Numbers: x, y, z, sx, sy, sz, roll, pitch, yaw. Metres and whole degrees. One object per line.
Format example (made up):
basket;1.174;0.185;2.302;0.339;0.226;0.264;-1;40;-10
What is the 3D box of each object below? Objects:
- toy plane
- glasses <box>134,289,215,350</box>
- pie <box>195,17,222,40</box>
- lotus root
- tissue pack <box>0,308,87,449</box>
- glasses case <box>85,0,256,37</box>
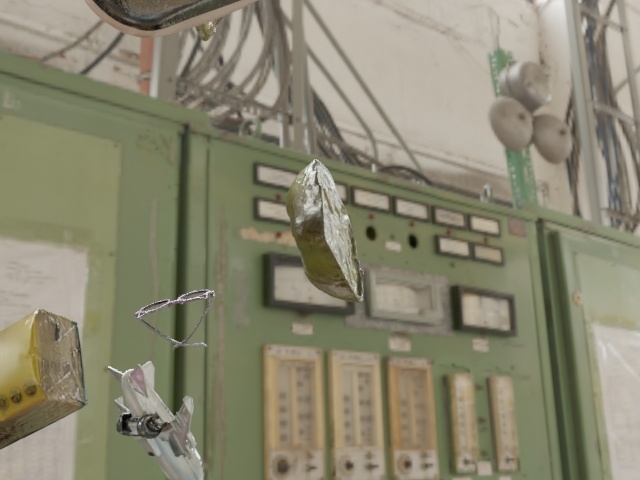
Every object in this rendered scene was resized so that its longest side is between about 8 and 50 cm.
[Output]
toy plane;-0.177;0.211;0.877;0.065;0.171;0.162;-26;9;-40
glasses;-0.236;0.148;1.356;0.140;0.104;0.062;-14;11;-1
pie;-0.179;-0.413;1.312;0.079;0.193;0.163;14;-56;0
lotus root;-0.002;-0.003;1.122;0.078;0.183;0.203;-17;-59;13
tissue pack;-0.371;0.171;0.963;0.169;0.120;0.082;-28;-29;22
glasses case;-0.161;-0.331;0.992;0.314;0.122;0.075;-39;-6;-44
